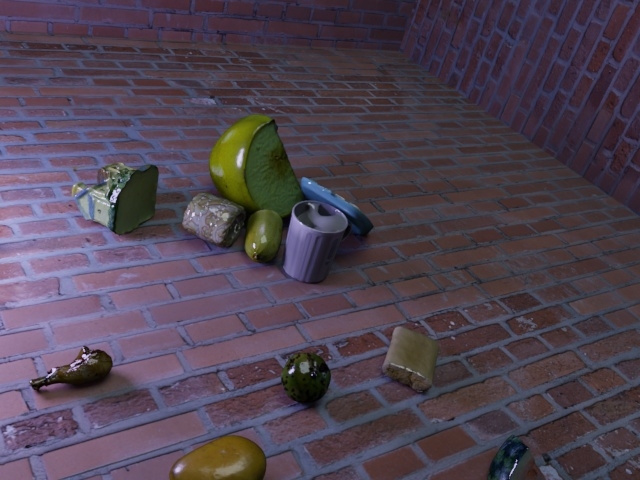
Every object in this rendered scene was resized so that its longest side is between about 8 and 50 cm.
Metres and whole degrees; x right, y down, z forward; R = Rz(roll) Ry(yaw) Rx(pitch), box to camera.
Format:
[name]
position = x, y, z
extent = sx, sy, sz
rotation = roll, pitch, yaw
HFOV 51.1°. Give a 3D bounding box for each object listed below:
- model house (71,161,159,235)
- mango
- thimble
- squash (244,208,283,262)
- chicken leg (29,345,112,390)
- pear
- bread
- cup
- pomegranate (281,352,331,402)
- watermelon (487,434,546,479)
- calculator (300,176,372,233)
[model house]
position = -0.615, -0.145, 1.973
extent = 0.189, 0.195, 0.214
rotation = 18, 29, 16
[mango]
position = -0.203, 0.461, 1.339
extent = 0.195, 0.098, 0.137
rotation = -2, 39, -15
[thimble]
position = -0.318, -0.066, 2.035
extent = 0.143, 0.138, 0.190
rotation = 20, 18, 8
[squash]
position = -0.175, -0.004, 2.023
extent = 0.123, 0.123, 0.187
rotation = 13, 32, -7
[chicken leg]
position = -0.549, 0.285, 1.474
extent = 0.178, 0.070, 0.093
rotation = -20, 41, -30
[pear]
position = -0.249, -0.232, 2.186
extent = 0.238, 0.343, 0.318
rotation = -42, 39, -25
[bread]
position = 0.244, 0.315, 1.794
extent = 0.139, 0.060, 0.178
rotation = 23, 33, 7
[cup]
position = 0.001, 0.009, 2.006
extent = 0.221, 0.202, 0.167
rotation = 5, 34, -18
[pomegranate]
position = -0.043, 0.327, 1.614
extent = 0.122, 0.122, 0.161
rotation = 1, -2, -23
[watermelon]
position = 0.454, 0.560, 1.549
extent = 0.202, 0.136, 0.207
rotation = 63, 11, 2
[calculator]
position = 0.052, -0.108, 2.153
extent = 0.256, 0.054, 0.386
rotation = 32, -5, 12
